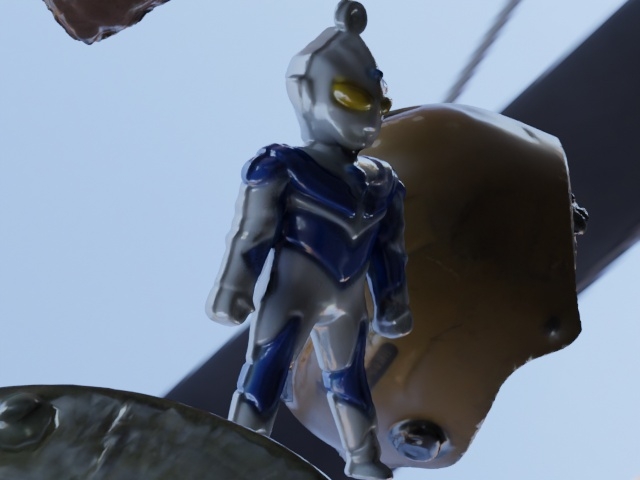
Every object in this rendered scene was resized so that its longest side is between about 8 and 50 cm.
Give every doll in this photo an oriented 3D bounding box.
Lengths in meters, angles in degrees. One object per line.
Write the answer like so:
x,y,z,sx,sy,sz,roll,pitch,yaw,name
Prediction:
0.000,0.000,0.909,0.114,0.057,0.227,3,-91,-37,doll

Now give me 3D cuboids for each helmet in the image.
0.036,0.014,1.067,0.130,0.224,0.198,32,-142,-25,helmet

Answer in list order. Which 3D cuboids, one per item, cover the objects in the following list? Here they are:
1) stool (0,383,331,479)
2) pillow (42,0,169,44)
-0.034,0.176,0.389,0.179,0.264,0.179,-10,-134,10,stool
-0.048,-0.208,0.896,0.248,0.049,0.135,-38,-78,-6,pillow
